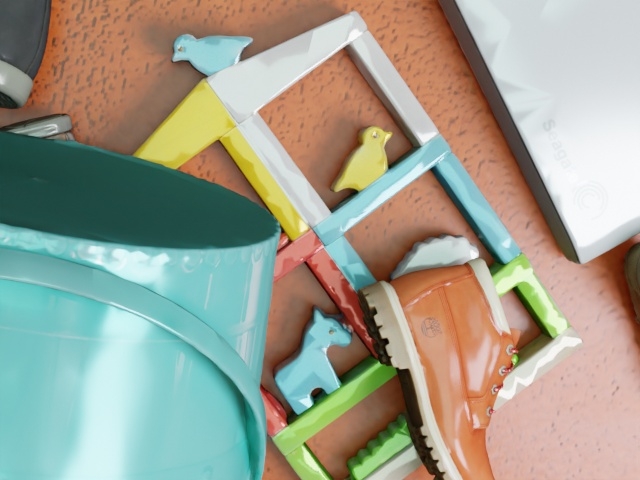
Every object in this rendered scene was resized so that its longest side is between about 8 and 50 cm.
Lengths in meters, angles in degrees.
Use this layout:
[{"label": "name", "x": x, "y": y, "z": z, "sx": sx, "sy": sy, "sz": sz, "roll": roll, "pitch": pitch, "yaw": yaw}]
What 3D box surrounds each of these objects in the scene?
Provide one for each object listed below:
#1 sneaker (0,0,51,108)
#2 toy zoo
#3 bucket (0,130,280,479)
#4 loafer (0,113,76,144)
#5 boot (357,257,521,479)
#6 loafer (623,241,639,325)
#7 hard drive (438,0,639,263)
[{"label": "sneaker", "x": -0.252, "y": -0.161, "z": 0.742, "sx": 0.222, "sy": 0.083, "sz": 0.118, "roll": 19, "pitch": 79, "yaw": -6}, {"label": "toy zoo", "x": 0.000, "y": 0.000, "z": 0.800, "sx": 0.192, "sy": 0.030, "sz": 0.293, "roll": -37, "pitch": 98, "yaw": -2}, {"label": "bucket", "x": -0.154, "y": 0.054, "z": 0.657, "sx": 0.281, "sy": 0.281, "sz": 0.183, "roll": 11, "pitch": 102, "yaw": -8}, {"label": "loafer", "x": -0.201, "y": -0.040, "z": 0.768, "sx": 0.125, "sy": 0.045, "sz": 0.039, "roll": -16, "pitch": 103, "yaw": -8}, {"label": "boot", "x": 0.087, "y": 0.088, "z": 0.774, "sx": 0.084, "sy": 0.059, "sz": 0.158, "roll": -20, "pitch": 96, "yaw": -10}, {"label": "loafer", "x": 0.229, "y": 0.056, "z": 0.824, "sx": 0.056, "sy": 0.050, "sz": 0.148, "roll": -24, "pitch": 113, "yaw": -1}, {"label": "hard drive", "x": 0.244, "y": -0.147, "z": 0.807, "sx": 0.307, "sy": 0.040, "sz": 0.203, "roll": -29, "pitch": 101, "yaw": -4}]
